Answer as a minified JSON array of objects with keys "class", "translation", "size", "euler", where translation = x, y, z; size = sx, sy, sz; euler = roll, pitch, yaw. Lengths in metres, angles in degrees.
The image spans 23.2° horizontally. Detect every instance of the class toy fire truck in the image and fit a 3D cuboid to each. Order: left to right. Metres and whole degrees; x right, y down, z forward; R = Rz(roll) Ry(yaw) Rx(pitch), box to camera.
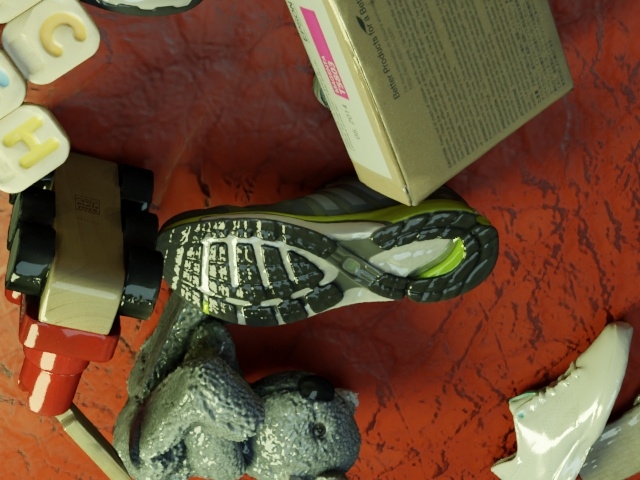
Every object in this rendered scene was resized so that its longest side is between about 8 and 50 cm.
[{"class":"toy fire truck","translation":[-0.209,0.072,1.336],"size":[0.158,0.217,0.246],"euler":[13,117,-17]}]

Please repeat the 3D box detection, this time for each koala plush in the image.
[{"class":"koala plush","translation":[-0.059,0.165,1.445],"size":[0.221,0.196,0.203],"euler":[22,125,-21]}]

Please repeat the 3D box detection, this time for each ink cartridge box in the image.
[{"class":"ink cartridge box","translation":[0.086,-0.180,1.277],"size":[0.193,0.088,0.235],"euler":[-34,122,-19]}]

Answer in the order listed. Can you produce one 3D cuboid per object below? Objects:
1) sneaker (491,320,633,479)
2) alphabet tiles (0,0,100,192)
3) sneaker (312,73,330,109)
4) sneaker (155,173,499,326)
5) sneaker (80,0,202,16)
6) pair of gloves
[{"class":"sneaker","translation":[0.239,0.166,1.558],"size":[0.094,0.080,0.212],"euler":[26,108,8]},{"class":"alphabet tiles","translation":[-0.323,-0.142,1.184],"size":[0.278,0.021,0.284],"euler":[-32,109,4]},{"class":"sneaker","translation":[0.038,-0.165,1.334],"size":[0.052,0.058,0.135],"euler":[13,116,-17]},{"class":"sneaker","translation":[0.000,0.000,1.384],"size":[0.300,0.121,0.111],"euler":[-1,116,-11]},{"class":"sneaker","translation":[-0.190,-0.246,1.210],"size":[0.234,0.084,0.097],"euler":[13,116,-17]},{"class":"pair of gloves","translation":[0.395,0.238,1.635],"size":[0.204,0.042,0.240],"euler":[-33,113,17]}]
